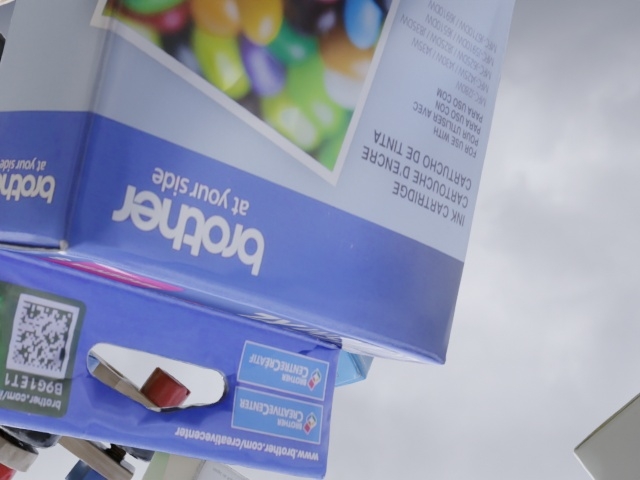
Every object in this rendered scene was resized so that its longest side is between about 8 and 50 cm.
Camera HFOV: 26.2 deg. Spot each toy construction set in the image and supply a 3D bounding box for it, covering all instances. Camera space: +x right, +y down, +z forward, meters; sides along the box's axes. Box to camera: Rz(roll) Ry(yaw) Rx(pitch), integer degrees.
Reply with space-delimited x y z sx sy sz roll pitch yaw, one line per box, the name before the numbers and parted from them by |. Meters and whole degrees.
toy construction set | -0.254 0.114 1.023 0.237 0.309 0.257 31 -159 17

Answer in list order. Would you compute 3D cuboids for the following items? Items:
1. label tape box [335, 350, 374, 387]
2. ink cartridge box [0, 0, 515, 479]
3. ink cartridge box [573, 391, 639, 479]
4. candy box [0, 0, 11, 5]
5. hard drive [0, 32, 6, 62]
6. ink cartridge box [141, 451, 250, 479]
label tape box | 0.000 0.000 1.713 0.106 0.240 0.333 -18 -159 25
ink cartridge box | -0.009 -0.077 0.467 0.065 0.311 0.186 7 171 43
ink cartridge box | 0.435 0.308 1.555 0.121 0.289 0.211 -43 -126 10
candy box | -0.140 -0.275 0.999 0.316 0.087 0.183 -39 -159 -26
hard drive | -0.352 -0.148 1.248 0.255 0.172 0.054 3 -128 43
ink cartridge box | -0.069 0.262 0.828 0.056 0.181 0.224 2 -121 49
